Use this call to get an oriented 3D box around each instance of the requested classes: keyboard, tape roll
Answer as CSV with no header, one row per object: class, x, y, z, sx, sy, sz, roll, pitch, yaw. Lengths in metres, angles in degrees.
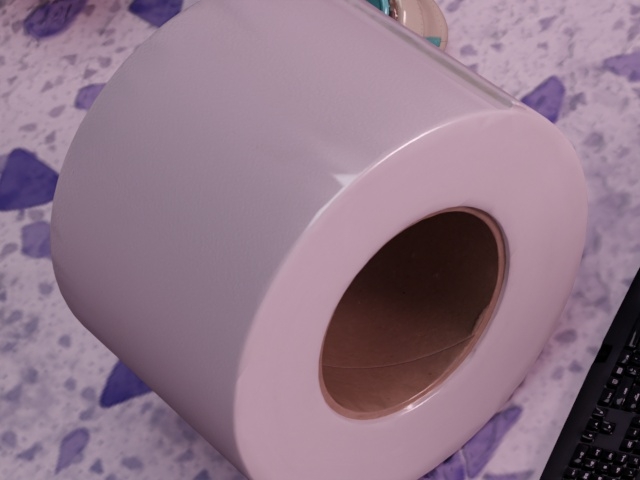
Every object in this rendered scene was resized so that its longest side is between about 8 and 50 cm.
keyboard,0.196,0.067,1.081,0.100,0.038,0.192,13,59,27
tape roll,0.000,0.000,1.064,0.246,0.246,0.169,-41,51,-15

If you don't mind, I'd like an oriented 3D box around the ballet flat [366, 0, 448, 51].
ballet flat,-0.002,-0.189,1.329,0.086,0.086,0.248,-36,54,-11
